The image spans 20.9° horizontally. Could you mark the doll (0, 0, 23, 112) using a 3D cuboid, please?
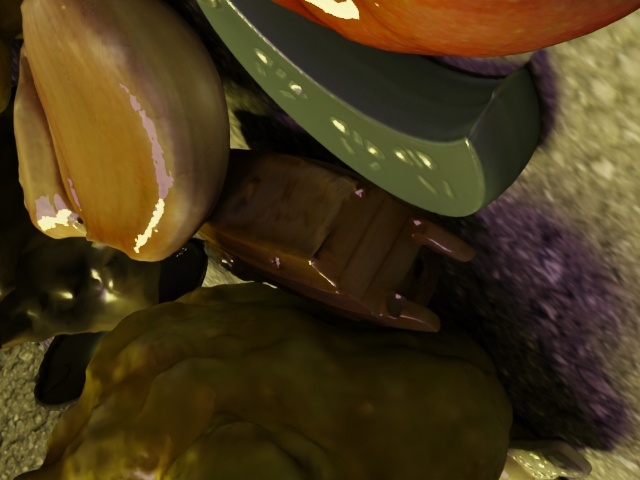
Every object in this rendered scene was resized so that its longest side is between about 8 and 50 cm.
[{"bbox_3d":[-0.268,-0.143,1.289,0.097,0.209,0.137,17,168,9],"label":"doll"}]

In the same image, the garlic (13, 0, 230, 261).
[{"bbox_3d":[-0.142,-0.101,1.231,0.217,0.110,0.228,19,128,49],"label":"garlic"}]

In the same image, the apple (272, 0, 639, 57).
[{"bbox_3d":[0.032,-0.152,0.539,0.209,0.164,0.209,38,163,14],"label":"apple"}]

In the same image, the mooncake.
[{"bbox_3d":[-0.340,0.017,1.471,0.394,0.393,0.246,-113,11,-74],"label":"mooncake"}]

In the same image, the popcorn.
[{"bbox_3d":[-0.022,0.148,1.219,0.293,0.334,0.292,54,143,7],"label":"popcorn"}]

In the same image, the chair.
[{"bbox_3d":[-0.075,0.213,1.743,0.401,0.226,0.226,49,165,-23],"label":"chair"}]

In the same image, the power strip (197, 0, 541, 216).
[{"bbox_3d":[0.013,-0.099,0.956,0.253,0.054,0.167,36,163,25],"label":"power strip"}]

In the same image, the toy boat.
[{"bbox_3d":[0.000,0.000,1.197,0.115,0.089,0.310,30,173,-29],"label":"toy boat"}]

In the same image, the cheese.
[{"bbox_3d":[0.149,0.169,1.346,0.127,0.054,0.251,41,165,-6],"label":"cheese"}]
